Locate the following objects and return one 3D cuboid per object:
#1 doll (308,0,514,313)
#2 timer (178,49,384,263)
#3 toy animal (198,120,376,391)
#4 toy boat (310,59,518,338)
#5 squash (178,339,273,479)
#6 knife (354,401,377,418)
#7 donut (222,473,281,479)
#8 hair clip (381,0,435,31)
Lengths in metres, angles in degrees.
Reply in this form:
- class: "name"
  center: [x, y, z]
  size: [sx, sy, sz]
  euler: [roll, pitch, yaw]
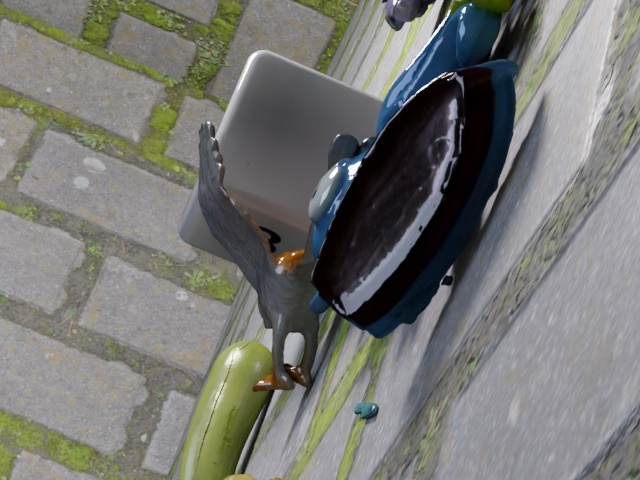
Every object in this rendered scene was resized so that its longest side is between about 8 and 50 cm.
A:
- class: "doll"
  center: [0.065, -0.084, 1.548]
  size: [0.346, 0.099, 0.341]
  euler: [-87, 20, -80]
- class: "timer"
  center: [-0.039, -0.078, 2.147]
  size: [0.195, 0.192, 0.194]
  euler: [122, 170, -65]
- class: "toy animal"
  center: [-0.003, 0.023, 1.865]
  size: [0.284, 0.225, 0.302]
  euler: [-139, 54, -73]
- class: "toy boat"
  center: [0.078, -0.032, 1.291]
  size: [0.097, 0.100, 0.223]
  euler: [0, -54, -56]
- class: "squash"
  center: [-0.118, 0.231, 2.259]
  size: [0.083, 0.083, 0.250]
  euler: [120, 171, -56]
- class: "knife"
  center: [0.035, 0.132, 1.419]
  size: [0.091, 0.005, 0.014]
  euler: [144, 150, -80]
- class: "donut"
  center: [-0.091, 0.297, 1.701]
  size: [0.162, 0.065, 0.178]
  euler: [121, 170, -63]
- class: "hair clip"
  center: [0.133, -0.340, 2.188]
  size: [0.195, 0.052, 0.124]
  euler: [-60, -9, 3]
